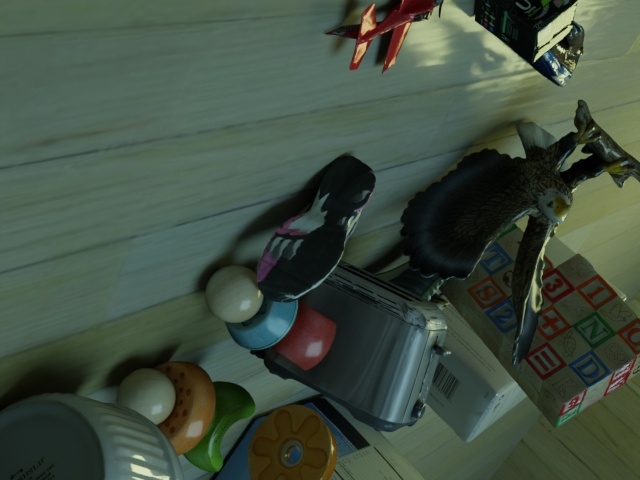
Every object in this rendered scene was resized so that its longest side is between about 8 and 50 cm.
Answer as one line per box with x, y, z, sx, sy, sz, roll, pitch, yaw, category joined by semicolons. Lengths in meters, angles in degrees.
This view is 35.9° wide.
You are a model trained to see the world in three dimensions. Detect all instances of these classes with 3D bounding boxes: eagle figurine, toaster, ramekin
0.261;-0.028;1.245;0.298;0.226;0.225;-48;154;6;eagle figurine
0.039;0.114;1.161;0.129;0.227;0.146;12;102;-64;toaster
-0.236;0.235;0.888;0.207;0.207;0.109;-44;147;-5;ramekin

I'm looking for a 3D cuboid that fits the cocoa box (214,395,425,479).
-0.043;0.441;1.489;0.228;0.231;0.347;-4;132;-56;cocoa box

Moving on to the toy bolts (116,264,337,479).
-0.081;0.141;1.024;0.158;0.218;0.228;38;77;-51;toy bolts

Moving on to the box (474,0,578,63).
0.208;-0.235;1.007;0.062;0.083;0.052;-39;154;-15;box

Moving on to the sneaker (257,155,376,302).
0.000;0.000;1.032;0.178;0.072;0.077;-50;168;-25;sneaker

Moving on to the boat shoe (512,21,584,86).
0.269;-0.231;1.151;0.066;0.066;0.183;-56;165;12;boat shoe

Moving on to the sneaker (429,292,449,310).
0.129;0.107;1.443;0.084;0.069;0.185;-56;154;9;sneaker

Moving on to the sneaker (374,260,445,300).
0.116;0.077;1.297;0.192;0.086;0.064;-19;152;-17;sneaker

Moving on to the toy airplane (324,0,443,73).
0.067;-0.203;0.894;0.151;0.028;0.151;-37;153;-22;toy airplane

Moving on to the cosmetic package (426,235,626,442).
0.321;0.151;1.679;0.366;0.197;0.155;-26;150;-35;cosmetic package

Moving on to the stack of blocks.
0.312;0.095;1.413;0.171;0.297;0.087;-30;150;-14;stack of blocks
